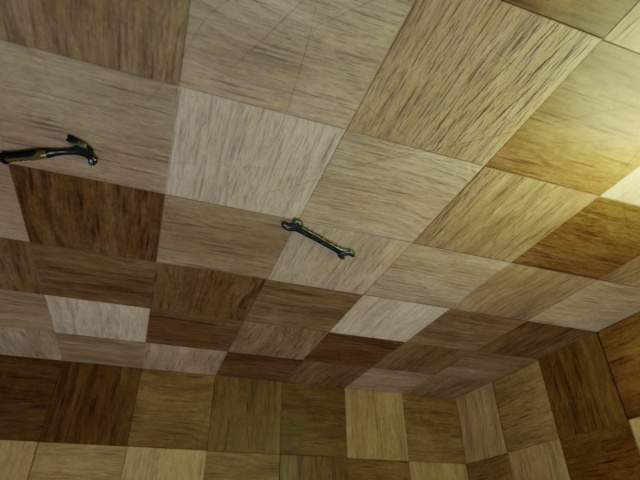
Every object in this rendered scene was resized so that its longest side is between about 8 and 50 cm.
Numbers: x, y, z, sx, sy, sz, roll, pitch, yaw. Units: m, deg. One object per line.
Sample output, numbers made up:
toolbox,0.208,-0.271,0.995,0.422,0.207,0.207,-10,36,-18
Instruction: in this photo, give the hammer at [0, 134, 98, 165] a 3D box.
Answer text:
hammer,-0.584,-0.185,1.009,0.201,0.021,0.078,-4,146,3

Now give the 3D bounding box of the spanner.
spanner,0.000,0.000,1.302,0.254,0.015,0.054,28,136,-36
